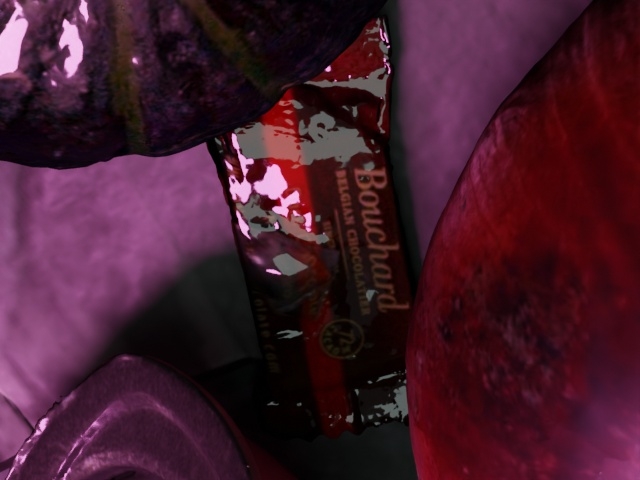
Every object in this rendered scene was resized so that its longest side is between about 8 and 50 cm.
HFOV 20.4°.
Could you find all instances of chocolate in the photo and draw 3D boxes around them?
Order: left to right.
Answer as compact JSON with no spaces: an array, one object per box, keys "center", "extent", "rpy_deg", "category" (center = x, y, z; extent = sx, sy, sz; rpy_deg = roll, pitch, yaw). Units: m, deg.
[{"center":[0.000,0.000,0.716],"extent":[0.086,0.028,0.182],"rpy_deg":[-7,109,2],"category":"chocolate"}]

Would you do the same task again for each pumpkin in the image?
[{"center":[-0.086,-0.147,0.573],"extent":[0.250,0.216,0.250],"rpy_deg":[-14,139,-13],"category":"pumpkin"}]

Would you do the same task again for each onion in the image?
[{"center":[0.186,0.060,0.598],"extent":[0.348,0.285,0.347],"rpy_deg":[4,110,12],"category":"onion"}]

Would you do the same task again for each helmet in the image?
[{"center":[-0.052,0.186,0.719],"extent":[0.154,0.198,0.253],"rpy_deg":[21,106,-39],"category":"helmet"}]
